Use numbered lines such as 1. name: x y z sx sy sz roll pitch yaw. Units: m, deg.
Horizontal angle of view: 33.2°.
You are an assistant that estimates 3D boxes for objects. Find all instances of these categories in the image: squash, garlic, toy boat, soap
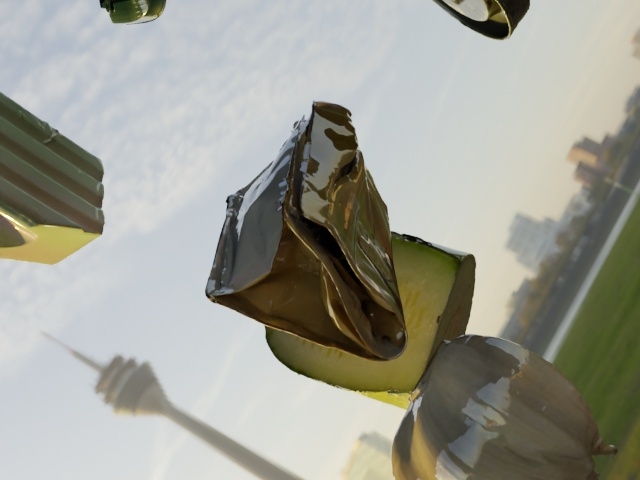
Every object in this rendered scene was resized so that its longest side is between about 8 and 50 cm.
1. squash: 0.045 0.096 1.534 0.210 0.308 0.234 43 -115 -69
2. garlic: 0.142 0.183 0.921 0.143 0.178 0.229 -44 -23 -29
3. toy boat: -0.218 -0.292 1.302 0.060 0.141 0.055 -13 -77 -29
4. soap: -0.578 -0.126 1.844 0.156 0.261 0.446 -31 -45 23

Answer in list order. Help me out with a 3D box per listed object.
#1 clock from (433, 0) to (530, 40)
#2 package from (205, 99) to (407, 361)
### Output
1. clock: 0.197 -0.417 1.620 0.055 0.280 0.280 -48 -13 -1
2. package: 0.007 -0.030 1.213 0.311 0.221 0.165 -85 16 -65
